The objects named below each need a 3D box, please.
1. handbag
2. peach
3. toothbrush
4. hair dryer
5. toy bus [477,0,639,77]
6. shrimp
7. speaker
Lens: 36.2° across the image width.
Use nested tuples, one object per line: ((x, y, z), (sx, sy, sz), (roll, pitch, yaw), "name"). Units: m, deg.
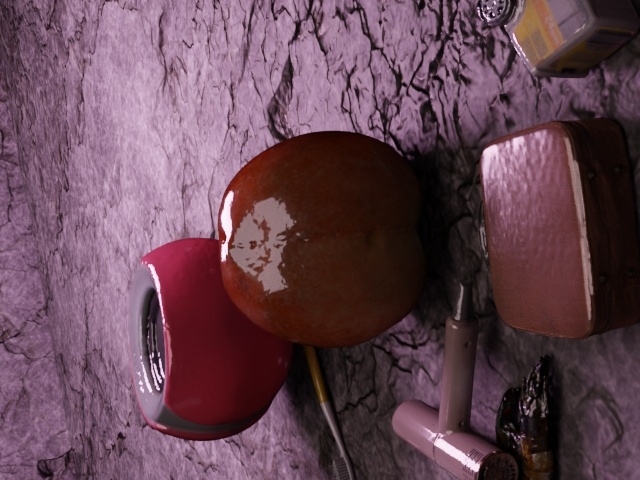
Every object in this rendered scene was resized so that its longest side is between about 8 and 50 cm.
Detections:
((0.215, -0.012, 0.903), (0.151, 0.072, 0.193), (0, 99, 60), "handbag")
((0.000, 0.000, 1.119), (0.252, 0.252, 0.252), (24, 118, 56), "peach")
((-0.002, 0.209, 1.385), (0.021, 0.024, 0.288), (-40, 63, 59), "toothbrush")
((0.135, 0.144, 1.067), (0.195, 0.054, 0.220), (-163, 65, -66), "hair dryer")
((0.185, -0.276, 0.870), (0.106, 0.092, 0.268), (-36, 66, 48), "toy bus")
((0.207, 0.187, 1.006), (0.091, 0.034, 0.161), (31, 126, 54), "shrimp")
((-0.167, 0.137, 1.406), (0.294, 0.294, 0.294), (24, 118, 56), "speaker")
